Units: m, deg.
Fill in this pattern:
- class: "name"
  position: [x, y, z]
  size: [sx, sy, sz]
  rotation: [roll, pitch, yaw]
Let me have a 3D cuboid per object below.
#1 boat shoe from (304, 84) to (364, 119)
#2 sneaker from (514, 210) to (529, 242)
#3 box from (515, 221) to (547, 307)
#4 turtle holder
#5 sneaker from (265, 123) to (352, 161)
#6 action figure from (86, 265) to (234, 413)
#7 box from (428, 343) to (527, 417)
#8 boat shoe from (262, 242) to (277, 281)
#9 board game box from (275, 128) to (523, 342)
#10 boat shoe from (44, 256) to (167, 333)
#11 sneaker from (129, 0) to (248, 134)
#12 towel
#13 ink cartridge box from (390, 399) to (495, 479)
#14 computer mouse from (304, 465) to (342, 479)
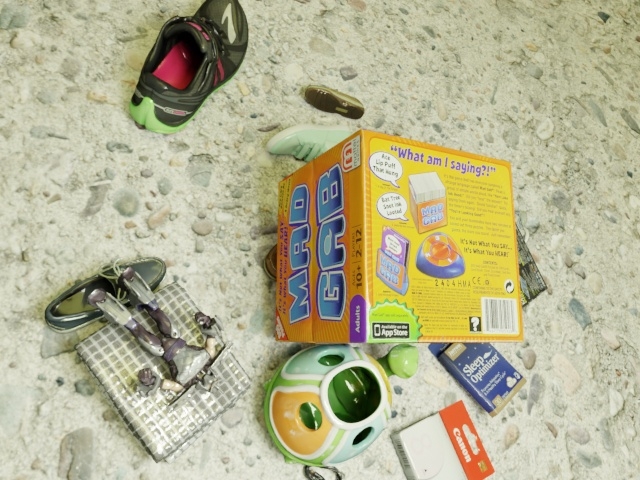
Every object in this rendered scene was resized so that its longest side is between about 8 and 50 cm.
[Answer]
- class: "boat shoe"
  position: [0.039, -0.412, 1.489]
  size: [0.190, 0.068, 0.072]
  rotation: [17, 48, -27]
- class: "sneaker"
  position: [0.599, -0.035, 1.566]
  size: [0.058, 0.052, 0.135]
  rotation: [13, 54, -7]
- class: "box"
  position: [0.517, 0.047, 1.425]
  size: [0.216, 0.060, 0.270]
  rotation: [-17, 80, -47]
- class: "turtle holder"
  position: [0.055, 0.329, 1.045]
  size: [0.320, 0.227, 0.244]
  rotation: [9, 63, -20]
- class: "sneaker"
  position: [-0.010, -0.224, 1.356]
  size: [0.255, 0.094, 0.151]
  rotation: [-11, 74, -26]
- class: "action figure"
  position: [-0.278, 0.180, 0.912]
  size: [0.285, 0.099, 0.185]
  rotation: [44, 54, -1]
- class: "box"
  position: [0.393, 0.312, 1.287]
  size: [0.136, 0.036, 0.225]
  rotation: [-32, 68, -31]
- class: "boat shoe"
  position: [0.000, 0.000, 1.247]
  size: [0.307, 0.104, 0.111]
  rotation: [-27, 80, -31]
- class: "board game box"
  position: [0.141, 0.029, 1.046]
  size: [0.356, 0.356, 0.357]
  rotation: [6, 78, -27]
- class: "boat shoe"
  position: [-0.425, 0.097, 1.031]
  size: [0.254, 0.079, 0.095]
  rotation: [-25, 78, -31]
- class: "sneaker"
  position: [-0.299, -0.473, 1.280]
  size: [0.185, 0.202, 0.483]
  rotation: [26, 59, -11]
- class: "towel"
  position: [-0.295, 0.251, 0.992]
  size: [0.235, 0.121, 0.284]
  rotation: [-37, 85, -31]
- class: "ink cartridge box"
  position: [0.296, 0.493, 1.178]
  size: [0.232, 0.066, 0.189]
  rotation: [-16, 73, -24]
- class: "computer mouse"
  position: [0.063, 0.547, 1.065]
  size: [0.242, 0.041, 0.071]
  rotation: [39, 49, 5]
